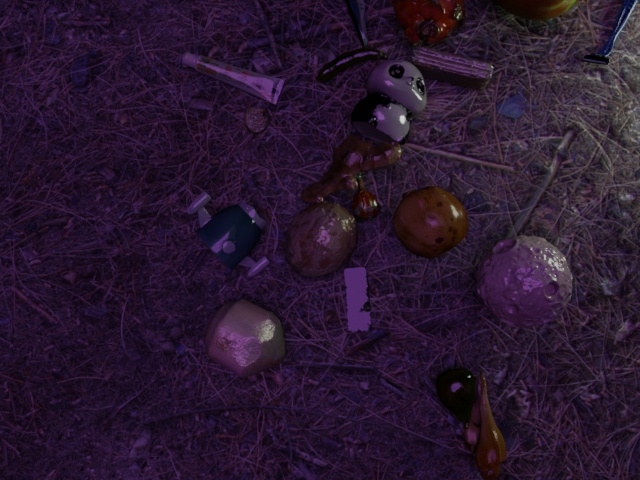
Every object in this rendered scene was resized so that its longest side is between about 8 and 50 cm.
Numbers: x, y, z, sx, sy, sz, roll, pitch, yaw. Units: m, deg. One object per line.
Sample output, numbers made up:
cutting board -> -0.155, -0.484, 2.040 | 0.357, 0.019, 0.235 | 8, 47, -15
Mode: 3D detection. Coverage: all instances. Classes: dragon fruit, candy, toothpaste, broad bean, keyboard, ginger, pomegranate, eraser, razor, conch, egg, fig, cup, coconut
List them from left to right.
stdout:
toothpaste -> -0.270, -0.507, 1.692 | 0.314, 0.058, 0.056 | 21, 48, 0
cup -> -0.254, -0.028, 1.640 | 0.173, 0.167, 0.299 | -44, 113, -6
coconut -> -0.210, 0.288, 1.609 | 0.234, 0.224, 0.224 | 29, 92, 16
egg -> 0.000, 0.000, 1.598 | 0.203, 0.203, 0.245 | 44, 110, 3
ginger -> 0.073, -0.207, 1.607 | 0.334, 0.081, 0.148 | -37, 84, 18
broad bean -> 0.090, -0.536, 1.669 | 0.227, 0.039, 0.069 | -15, 95, 4
keyboard -> 0.113, 0.179, 1.680 | 0.074, 0.015, 0.196 | -4, 89, 8
candy -> 0.117, -0.199, 1.660 | 0.084, 0.078, 0.287 | -12, 81, 7
eraser -> 0.219, 0.441, 1.665 | 0.099, 0.027, 0.019 | 32, 100, 4
pomegranate -> 0.312, -0.061, 1.573 | 0.215, 0.215, 0.215 | 0, 90, 4
dragon fruit -> 0.313, -0.671, 1.566 | 0.224, 0.224, 0.227 | -6, 89, 4
fig -> 0.403, 0.460, 1.617 | 0.117, 0.117, 0.177 | -15, 102, 4
conch -> 0.485, 0.555, 1.618 | 0.093, 0.109, 0.330 | 16, 67, -32
razor -> 0.861, -0.621, 1.609 | 0.082, 0.042, 0.253 | 29, 91, 45

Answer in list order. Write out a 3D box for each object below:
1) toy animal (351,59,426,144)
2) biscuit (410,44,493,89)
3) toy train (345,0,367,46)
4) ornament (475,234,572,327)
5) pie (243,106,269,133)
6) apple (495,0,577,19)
toy animal -> 0.203, -0.403, 1.595 | 0.187, 0.165, 0.235 | 26, 93, -24
biscuit -> 0.377, -0.504, 1.611 | 0.239, 0.108, 0.062 | 15, 89, 4
toy train -> 0.110, -0.697, 1.661 | 0.051, 0.052, 0.234 | -20, 88, 0
ornament -> 0.554, 0.103, 1.524 | 0.259, 0.259, 0.225 | -34, 109, 4
pie -> -0.197, -0.369, 1.701 | 0.085, 0.017, 0.085 | 0, 90, 3
apple -> 0.604, -0.780, 1.485 | 0.339, 0.339, 0.339 | 0, 90, 4
